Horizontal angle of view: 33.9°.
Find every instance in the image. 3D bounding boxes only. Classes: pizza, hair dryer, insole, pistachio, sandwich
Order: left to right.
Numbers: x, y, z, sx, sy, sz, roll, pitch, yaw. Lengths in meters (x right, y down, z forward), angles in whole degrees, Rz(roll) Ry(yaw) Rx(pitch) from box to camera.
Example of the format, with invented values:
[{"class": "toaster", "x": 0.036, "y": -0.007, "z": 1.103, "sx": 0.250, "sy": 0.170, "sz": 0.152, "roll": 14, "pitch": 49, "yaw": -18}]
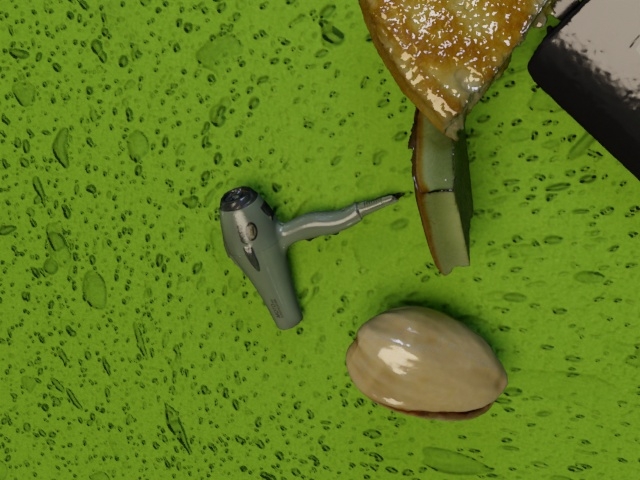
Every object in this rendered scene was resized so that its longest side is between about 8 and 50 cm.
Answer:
[{"class": "hair dryer", "x": -0.011, "y": 0.031, "z": 1.541, "sx": 0.267, "sy": 0.092, "sz": 0.229, "roll": 2, "pitch": 120, "yaw": 7}, {"class": "pistachio", "x": 0.152, "y": 0.177, "z": 1.494, "sx": 0.229, "sy": 0.157, "sz": 0.157, "roll": 19, "pitch": 117, "yaw": 0}, {"class": "sandwich", "x": 0.166, "y": -0.102, "z": 1.396, "sx": 0.063, "sy": 0.245, "sz": 0.212, "roll": -1, "pitch": 146, "yaw": 15}, {"class": "pizza", "x": 0.200, "y": -0.279, "z": 1.284, "sx": 0.287, "sy": 0.075, "sz": 0.280, "roll": -18, "pitch": 85, "yaw": -5}, {"class": "insole", "x": 0.310, "y": -0.297, "z": 1.326, "sx": 0.135, "sy": 0.002, "sz": 0.045, "roll": 41, "pitch": 119, "yaw": -1}]

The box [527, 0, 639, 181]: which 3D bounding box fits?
[{"class": "box", "x": 0.442, "y": -0.224, "z": 1.272, "sx": 0.289, "sy": 0.073, "sz": 0.290, "roll": 42, "pitch": 118, "yaw": -4}]
